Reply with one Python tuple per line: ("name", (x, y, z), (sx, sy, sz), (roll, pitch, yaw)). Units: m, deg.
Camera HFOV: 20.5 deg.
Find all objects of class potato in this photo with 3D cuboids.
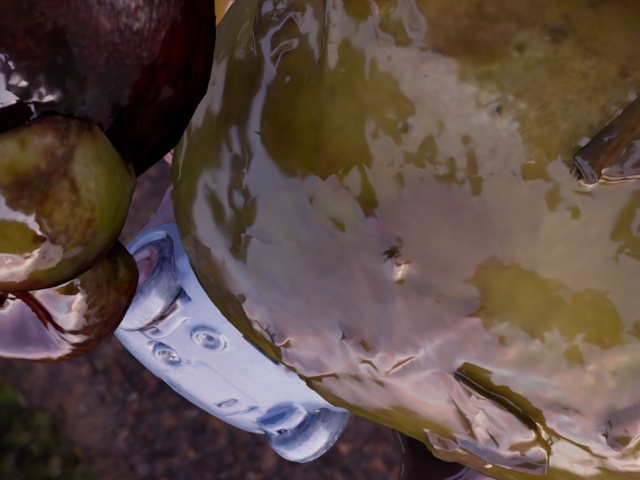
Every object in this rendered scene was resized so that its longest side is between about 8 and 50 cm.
("potato", (0.062, 0.001, 0.699), (0.299, 0.196, 0.246), (52, 161, 31))

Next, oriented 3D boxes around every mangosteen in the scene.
("mangosteen", (-0.121, -0.038, 0.556), (0.194, 0.194, 0.230), (-35, 63, 42))

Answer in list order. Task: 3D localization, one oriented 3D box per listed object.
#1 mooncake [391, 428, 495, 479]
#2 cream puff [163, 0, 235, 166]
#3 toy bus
("mooncake", (0.176, 0.233, 1.397), (0.334, 0.174, 0.326), (-36, 120, 5))
("cream puff", (-0.049, -0.205, 1.676), (0.229, 0.350, 0.350), (29, 135, 61))
("toy bus", (0.000, 0.000, 1.259), (0.197, 0.231, 0.294), (40, 137, -25))
